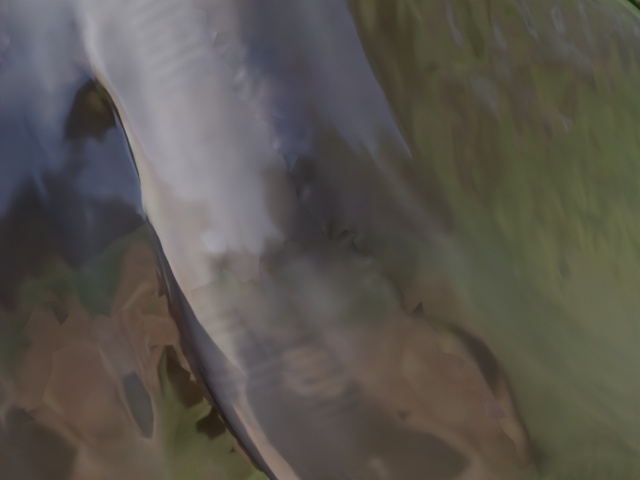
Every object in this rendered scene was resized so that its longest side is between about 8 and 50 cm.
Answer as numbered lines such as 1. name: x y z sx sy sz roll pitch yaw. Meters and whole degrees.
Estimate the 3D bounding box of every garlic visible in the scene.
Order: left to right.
1. garlic: 0.000 0.000 0.461 0.231 0.245 0.340 -24 -19 28
